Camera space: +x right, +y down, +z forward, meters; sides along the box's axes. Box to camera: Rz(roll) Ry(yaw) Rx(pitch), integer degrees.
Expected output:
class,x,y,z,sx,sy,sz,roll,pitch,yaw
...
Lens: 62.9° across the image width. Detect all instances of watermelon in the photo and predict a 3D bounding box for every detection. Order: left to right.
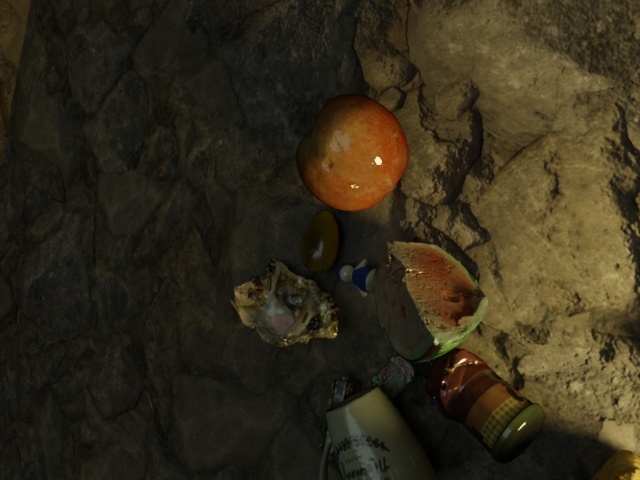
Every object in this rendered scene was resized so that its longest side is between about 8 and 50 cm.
class,x,y,z,sx,sy,sz,roll,pitch,yaw
watermelon,0.213,0.133,1.065,0.224,0.180,0.305,-37,33,13

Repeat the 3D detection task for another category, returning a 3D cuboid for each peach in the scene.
class,x,y,z,sx,sy,sz,roll,pitch,yaw
peach,0.076,-0.193,1.179,0.252,0.252,0.253,-2,87,34

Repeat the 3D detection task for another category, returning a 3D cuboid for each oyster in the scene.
class,x,y,z,sx,sy,sz,roll,pitch,yaw
oyster,-0.085,0.181,1.356,0.354,0.107,0.201,27,83,44

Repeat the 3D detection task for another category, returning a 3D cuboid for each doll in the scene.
class,x,y,z,sx,sy,sz,roll,pitch,yaw
doll,0.091,0.087,1.258,0.142,0.057,0.099,12,115,35

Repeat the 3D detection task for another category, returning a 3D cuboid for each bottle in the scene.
class,x,y,z,sx,sy,sz,roll,pitch,yaw
bottle,0.298,0.300,1.050,0.271,0.143,0.156,40,129,42

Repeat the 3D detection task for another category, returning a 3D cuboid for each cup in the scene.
class,x,y,z,sx,sy,sz,roll,pitch,yaw
cup,0.089,0.469,1.145,0.258,0.186,0.234,-33,77,22

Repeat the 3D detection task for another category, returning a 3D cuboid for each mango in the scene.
class,x,y,z,sx,sy,sz,roll,pitch,yaw
mango,0.000,0.000,1.313,0.103,0.076,0.161,3,82,40

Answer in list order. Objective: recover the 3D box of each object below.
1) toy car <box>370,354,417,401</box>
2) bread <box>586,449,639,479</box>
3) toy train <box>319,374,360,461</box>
class,x,y,z,sx,sy,sz,roll,pitch,yaw
toy car,0.171,0.313,1.196,0.069,0.055,0.142,52,128,25
bread,0.500,0.581,0.782,0.371,0.390,0.279,49,121,23
toy train,0.051,0.424,1.260,0.060,0.081,0.202,9,86,33
